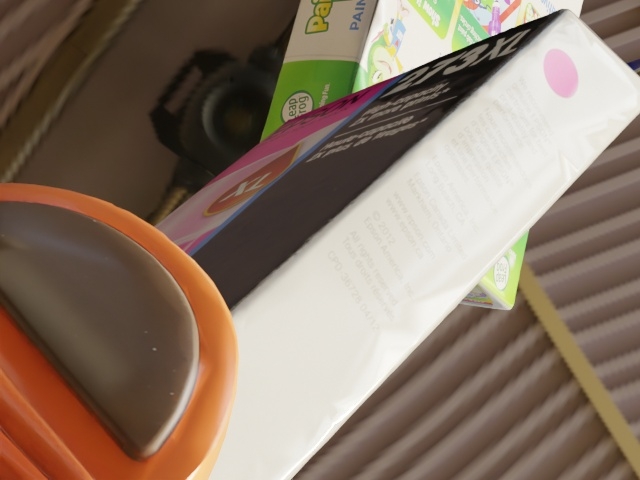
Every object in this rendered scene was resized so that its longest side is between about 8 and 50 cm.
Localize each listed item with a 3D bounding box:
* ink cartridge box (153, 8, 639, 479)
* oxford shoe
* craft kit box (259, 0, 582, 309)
[{"bbox_3d":[0.000,0.000,0.652,0.371,0.176,0.069,-39,-75,-42],"label":"ink cartridge box"},{"bbox_3d":[-0.151,0.133,0.311,0.130,0.133,0.364,39,-130,18],"label":"oxford shoe"},{"bbox_3d":[0.074,-0.114,0.972,0.061,0.250,0.246,3,-110,30],"label":"craft kit box"}]
